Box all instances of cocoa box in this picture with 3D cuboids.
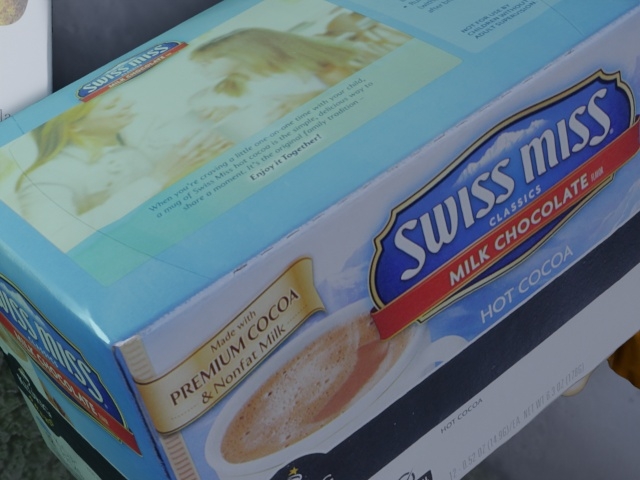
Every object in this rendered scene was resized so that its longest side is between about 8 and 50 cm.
[{"bbox_3d":[0.000,0.000,0.706,0.347,0.231,0.228,-34,131,-23],"label":"cocoa box"}]

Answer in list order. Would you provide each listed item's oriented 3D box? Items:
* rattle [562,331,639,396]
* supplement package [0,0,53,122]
[{"bbox_3d":[0.149,0.052,0.884,0.199,0.143,0.130,33,108,-23],"label":"rattle"},{"bbox_3d":[-0.235,-0.148,0.751,0.139,0.134,0.244,-2,99,-15],"label":"supplement package"}]
